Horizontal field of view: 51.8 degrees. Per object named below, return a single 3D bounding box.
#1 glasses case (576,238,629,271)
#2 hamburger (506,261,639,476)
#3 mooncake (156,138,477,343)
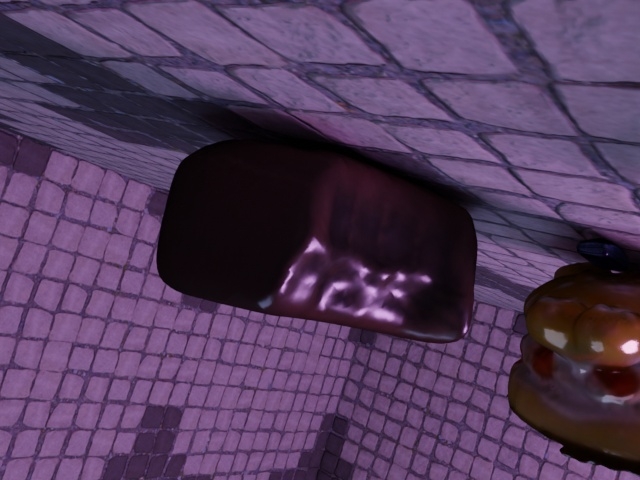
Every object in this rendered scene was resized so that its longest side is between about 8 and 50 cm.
[{"bbox_3d":[0.286,0.012,0.666,0.034,0.023,0.083,11,173,41],"label":"glasses case"},{"bbox_3d":[0.329,0.121,0.718,0.303,0.186,0.261,-3,-169,-31],"label":"hamburger"},{"bbox_3d":[0.000,0.000,0.678,0.326,0.174,0.334,14,173,-1],"label":"mooncake"}]
